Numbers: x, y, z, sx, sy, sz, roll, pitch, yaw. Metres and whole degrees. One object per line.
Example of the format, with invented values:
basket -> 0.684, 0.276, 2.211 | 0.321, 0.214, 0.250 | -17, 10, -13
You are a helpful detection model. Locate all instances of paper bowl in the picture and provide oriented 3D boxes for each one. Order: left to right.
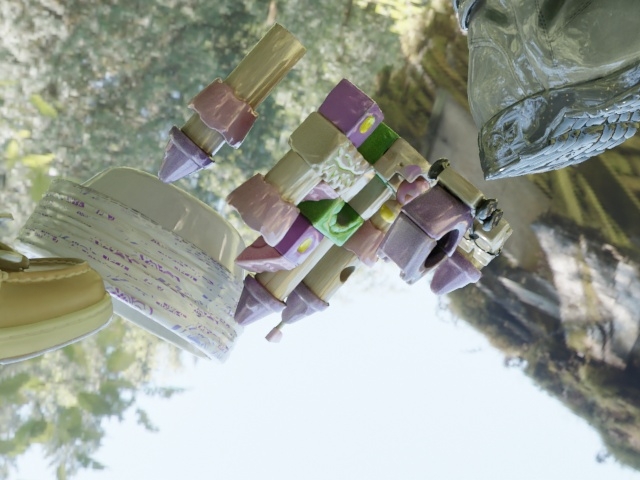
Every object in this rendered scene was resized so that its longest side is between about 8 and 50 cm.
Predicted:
paper bowl -> -0.203, 0.019, 1.034 | 0.284, 0.148, 0.284 | 26, 166, 7

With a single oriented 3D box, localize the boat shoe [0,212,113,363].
boat shoe -> -0.229, 0.016, 0.415 | 0.104, 0.089, 0.285 | 1, -179, 44

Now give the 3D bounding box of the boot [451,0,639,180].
boot -> 0.129, -0.133, 0.387 | 0.083, 0.161, 0.246 | -10, 172, -29

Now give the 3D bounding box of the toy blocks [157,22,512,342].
toy blocks -> 0.000, 0.000, 0.888 | 0.309, 0.260, 0.288 | 43, -178, 26
